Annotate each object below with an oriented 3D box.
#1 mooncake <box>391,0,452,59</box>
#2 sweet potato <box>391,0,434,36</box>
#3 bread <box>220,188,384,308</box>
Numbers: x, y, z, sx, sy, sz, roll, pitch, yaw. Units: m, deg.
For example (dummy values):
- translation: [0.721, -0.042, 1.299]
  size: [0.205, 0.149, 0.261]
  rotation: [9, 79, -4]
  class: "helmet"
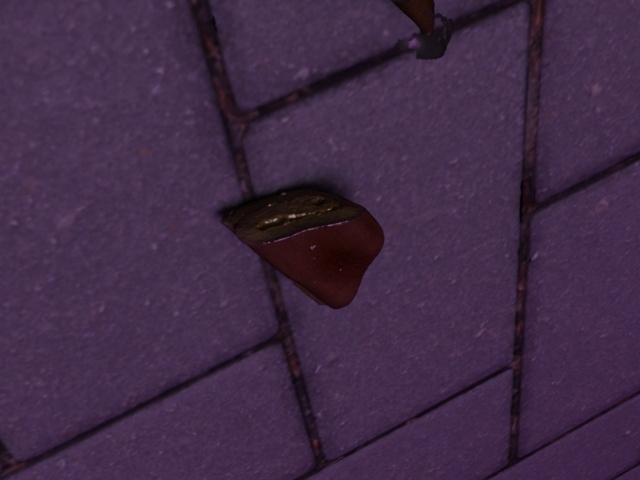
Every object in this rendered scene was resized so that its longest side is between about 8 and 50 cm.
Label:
- translation: [0.140, -0.303, 0.732]
  size: [0.150, 0.057, 0.347]
  rotation: [5, 106, -35]
  class: "mooncake"
- translation: [0.073, -0.281, 0.752]
  size: [0.067, 0.059, 0.281]
  rotation: [-26, 143, -31]
  class: "sweet potato"
- translation: [0.000, 0.000, 0.983]
  size: [0.119, 0.067, 0.192]
  rotation: [-33, 142, 10]
  class: "bread"
